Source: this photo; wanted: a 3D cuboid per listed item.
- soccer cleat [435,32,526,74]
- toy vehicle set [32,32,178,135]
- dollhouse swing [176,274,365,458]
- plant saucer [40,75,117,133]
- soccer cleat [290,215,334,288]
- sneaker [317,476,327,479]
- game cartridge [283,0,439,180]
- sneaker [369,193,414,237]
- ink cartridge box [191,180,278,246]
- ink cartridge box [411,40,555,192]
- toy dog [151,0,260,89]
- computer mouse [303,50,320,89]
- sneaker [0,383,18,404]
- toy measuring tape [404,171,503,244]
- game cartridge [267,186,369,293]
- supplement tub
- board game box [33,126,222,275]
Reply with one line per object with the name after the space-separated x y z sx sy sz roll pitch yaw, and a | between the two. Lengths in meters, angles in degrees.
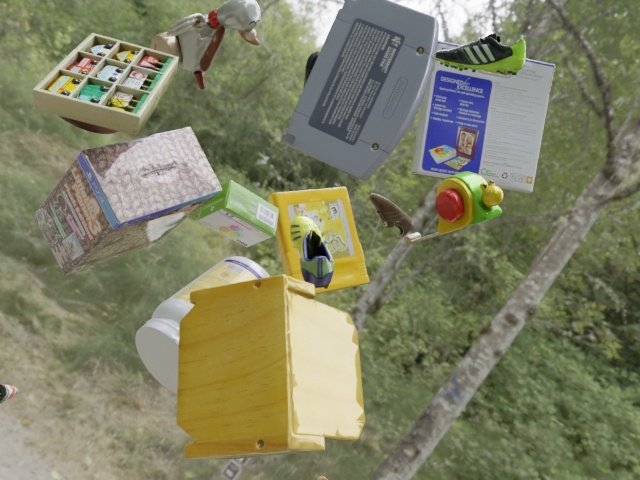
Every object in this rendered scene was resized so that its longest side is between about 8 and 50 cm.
0.310 -0.366 1.169 0.179 0.072 0.060 14 13 28 | soccer cleat
-0.359 -0.277 1.041 0.166 0.035 0.266 13 37 -7 | toy vehicle set
-0.098 0.294 1.328 0.315 0.346 0.305 -11 -23 15 | dollhouse swing
-0.451 -0.274 1.162 0.169 0.029 0.168 30 33 -22 | plant saucer
-0.019 0.005 1.544 0.289 0.094 0.121 -107 -163 -54 | soccer cleat
0.022 0.713 1.729 0.083 0.032 0.037 55 -23 6 | sneaker
0.077 -0.266 1.047 0.198 0.297 0.062 27 9 13 | game cartridge
0.227 -0.081 1.980 0.188 0.071 0.066 35 -7 -19 | sneaker
-0.277 -0.056 1.765 0.255 0.097 0.189 -22 -39 39 | ink cartridge box
0.384 -0.286 1.430 0.304 0.307 0.072 8 2 -11 | ink cartridge box
-0.258 -0.453 1.425 0.334 0.220 0.160 22 -41 62 | toy dog
-0.014 -0.342 1.486 0.071 0.241 0.041 1 18 -20 | computer mouse
-0.828 0.402 1.490 0.057 0.161 0.075 65 4 15 | sneaker
0.273 -0.074 1.308 0.121 0.121 0.330 40 -24 -12 | toy measuring tape
0.000 0.000 1.859 0.053 0.286 0.323 -26 -104 54 | game cartridge
-0.280 0.215 1.549 0.241 0.331 0.240 20 -51 27 | supplement tub
-0.379 -0.074 1.171 0.291 0.232 0.141 -29 -93 45 | board game box
